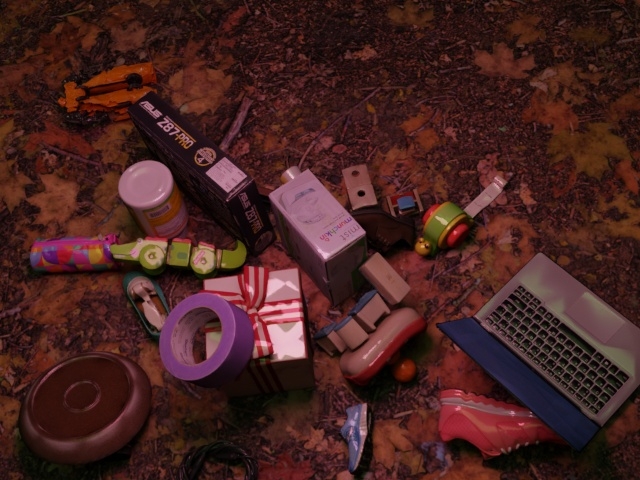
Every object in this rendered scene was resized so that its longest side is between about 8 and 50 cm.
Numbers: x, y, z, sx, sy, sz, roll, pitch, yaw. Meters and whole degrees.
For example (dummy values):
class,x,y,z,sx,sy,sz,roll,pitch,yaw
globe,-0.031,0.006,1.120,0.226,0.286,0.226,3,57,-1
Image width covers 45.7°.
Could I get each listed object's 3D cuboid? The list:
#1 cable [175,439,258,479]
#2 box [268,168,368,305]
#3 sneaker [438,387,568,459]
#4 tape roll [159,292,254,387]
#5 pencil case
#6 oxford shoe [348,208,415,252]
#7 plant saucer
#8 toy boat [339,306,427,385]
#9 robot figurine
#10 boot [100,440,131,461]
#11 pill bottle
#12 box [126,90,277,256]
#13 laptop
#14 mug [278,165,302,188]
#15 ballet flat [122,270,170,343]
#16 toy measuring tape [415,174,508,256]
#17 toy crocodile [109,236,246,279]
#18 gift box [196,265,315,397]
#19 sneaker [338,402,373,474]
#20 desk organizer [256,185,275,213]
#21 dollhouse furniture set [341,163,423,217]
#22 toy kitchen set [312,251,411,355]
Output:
class,x,y,z,sx,sy,sz,roll,pitch,yaw
cable,-0.230,0.528,1.716,0.185,0.047,0.150,-22,57,-3
box,0.000,0.000,1.849,0.127,0.262,0.231,-36,63,-13
sneaker,0.411,0.427,1.683,0.314,0.116,0.136,11,76,17
tape roll,-0.240,0.211,1.601,0.189,0.080,0.188,-11,65,24
pencil case,-0.638,0.031,1.989,0.237,0.104,0.104,-6,62,4
oxford shoe,0.147,-0.022,1.901,0.227,0.083,0.096,11,65,-27
plant saucer,-0.554,0.374,1.775,0.311,0.050,0.310,-2,46,2
toy boat,0.167,0.267,1.777,0.231,0.151,0.151,-44,97,-16
robot figurine,-0.625,-0.427,2.240,0.291,0.085,0.211,-13,61,-2
boot,-0.539,0.446,1.778,0.198,0.076,0.136,1,56,-7
pill bottle,-0.416,-0.083,1.943,0.137,0.245,0.136,-2,61,4
box,-0.297,-0.163,1.933,0.097,0.318,0.395,-43,65,-16
laptop,0.527,0.222,1.692,0.408,0.236,0.382,-41,66,-15
mug,-0.070,-0.153,2.062,0.062,0.078,0.064,-22,67,-43
ballet flat,-0.431,0.154,1.907,0.083,0.087,0.247,-33,63,-11
toy measuring tape,0.363,-0.078,1.939,0.330,0.121,0.121,-40,65,-15
toy crocodile,-0.360,0.037,1.925,0.341,0.115,0.105,5,78,-2
gift box,-0.157,0.224,1.746,0.277,0.258,0.255,-11,61,-2
sneaker,0.077,0.452,1.723,0.073,0.063,0.162,-7,55,22
desk organizer,-0.148,-0.109,2.044,0.130,0.047,0.050,16,67,14
dollhouse furniture set,0.162,-0.123,1.972,0.184,0.129,0.128,-14,61,0
toy kitchen set,0.079,0.155,1.812,0.122,0.166,0.207,48,62,-4
